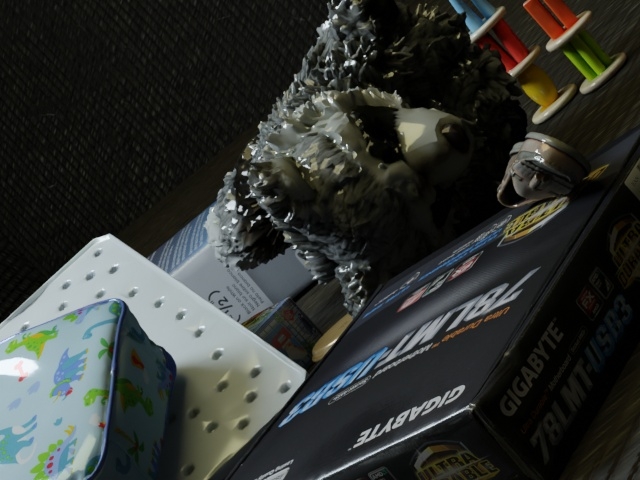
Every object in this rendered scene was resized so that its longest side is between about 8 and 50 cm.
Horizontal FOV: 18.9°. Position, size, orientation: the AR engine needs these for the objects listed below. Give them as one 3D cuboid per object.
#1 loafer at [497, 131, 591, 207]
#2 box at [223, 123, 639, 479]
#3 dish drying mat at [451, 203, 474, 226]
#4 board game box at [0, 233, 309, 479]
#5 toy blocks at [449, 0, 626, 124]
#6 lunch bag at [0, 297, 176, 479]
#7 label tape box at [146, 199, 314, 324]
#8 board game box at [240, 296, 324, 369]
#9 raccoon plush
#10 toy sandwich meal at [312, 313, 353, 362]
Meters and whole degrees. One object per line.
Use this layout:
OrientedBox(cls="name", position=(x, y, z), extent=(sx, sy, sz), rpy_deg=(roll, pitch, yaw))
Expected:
OrientedBox(cls="loafer", position=(0.133, -0.038, 1.170), extent=(0.039, 0.045, 0.125), rpy_deg=(-59, 2, -2))
OrientedBox(cls="box", position=(0.080, 0.079, 1.186), extent=(0.295, 0.073, 0.293), rpy_deg=(-33, 11, 46))
OrientedBox(cls="dish drying mat", position=(0.105, -0.007, 1.702), extent=(0.083, 0.008, 0.032), rpy_deg=(-46, 10, -15))
OrientedBox(cls="board game box", position=(-0.227, 0.193, 1.574), extent=(0.390, 0.050, 0.390), rpy_deg=(-44, 34, -11))
OrientedBox(cls="toy blocks", position=(0.190, -0.190, 1.750), extent=(0.123, 0.148, 0.054), rpy_deg=(-33, 13, 49))
OrientedBox(cls="lunch bag", position=(-0.206, 0.155, 1.472), extent=(0.176, 0.090, 0.219), rpy_deg=(-23, 35, 18))
OrientedBox(cls="label tape box", position=(-0.138, 0.061, 2.095), extent=(0.348, 0.115, 0.249), rpy_deg=(-41, 9, 7))
OrientedBox(cls="board game box", position=(-0.110, 0.156, 1.694), extent=(0.194, 0.060, 0.194), rpy_deg=(-48, 10, -36))
OrientedBox(cls="raccoon plush", position=(0.000, 0.000, 1.610), extent=(0.299, 0.216, 0.446), rpy_deg=(-56, 0, -42))
OrientedBox(cls="toy sandwich meal", position=(0.028, 0.080, 1.559), extent=(0.085, 0.029, 0.085), rpy_deg=(-39, 7, 5))
